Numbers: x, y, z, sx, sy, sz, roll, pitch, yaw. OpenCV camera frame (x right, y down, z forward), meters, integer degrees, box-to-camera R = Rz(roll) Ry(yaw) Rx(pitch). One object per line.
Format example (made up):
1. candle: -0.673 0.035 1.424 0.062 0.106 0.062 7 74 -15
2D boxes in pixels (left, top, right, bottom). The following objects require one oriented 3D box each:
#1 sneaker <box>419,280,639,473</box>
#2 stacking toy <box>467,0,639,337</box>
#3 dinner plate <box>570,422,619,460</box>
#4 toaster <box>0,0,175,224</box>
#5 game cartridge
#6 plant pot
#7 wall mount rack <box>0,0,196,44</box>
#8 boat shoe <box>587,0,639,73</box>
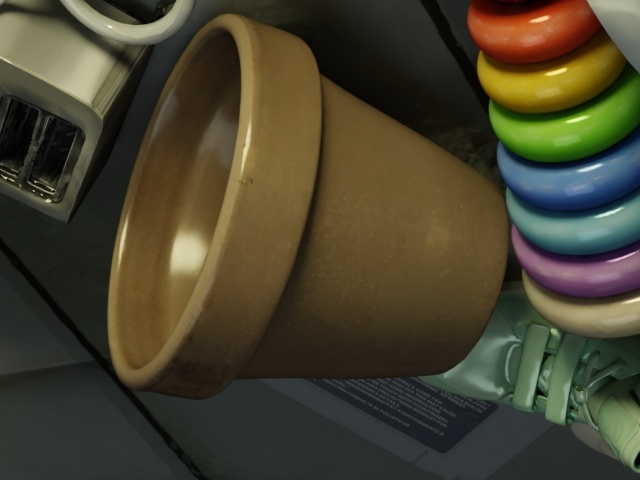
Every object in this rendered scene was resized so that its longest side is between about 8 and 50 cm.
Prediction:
1. sneaker: 0.188 0.104 1.185 0.256 0.151 0.094 5 112 3
2. stacking toy: 0.151 -0.094 1.024 0.141 0.141 0.330 -5 132 28
3. dinner plate: 0.272 0.162 1.314 0.141 0.017 0.141 7 155 3
4. toaster: -0.219 -0.118 1.183 0.168 0.110 0.185 26 140 -6
5. game cartridge: 0.051 0.086 1.335 0.294 0.060 0.196 30 143 -10
6. plant pot: 0.000 0.000 1.135 0.229 0.263 0.263 16 143 -20
7. wall mount rack: -0.171 -0.254 0.965 0.304 0.130 0.350 -18 117 35
8. boat shoe: 0.192 -0.238 0.865 0.156 0.136 0.367 -16 118 32
